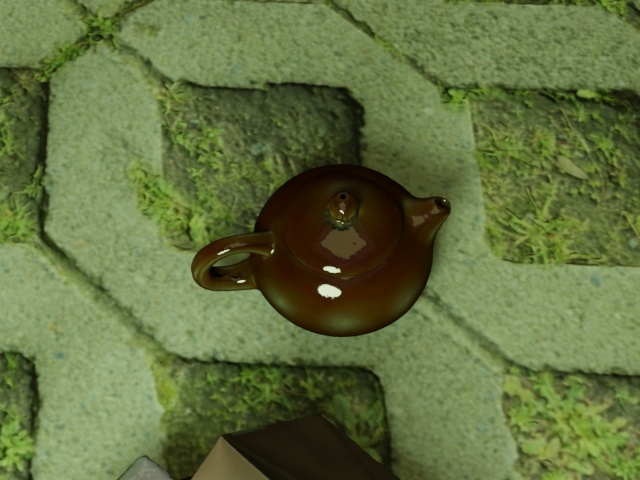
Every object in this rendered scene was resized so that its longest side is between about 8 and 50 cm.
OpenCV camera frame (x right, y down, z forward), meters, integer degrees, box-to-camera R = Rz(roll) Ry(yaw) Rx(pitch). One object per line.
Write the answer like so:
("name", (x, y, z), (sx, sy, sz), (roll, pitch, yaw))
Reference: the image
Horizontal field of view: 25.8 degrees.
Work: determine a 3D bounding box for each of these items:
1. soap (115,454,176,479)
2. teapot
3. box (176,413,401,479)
("soap", (-0.136, 0.373, 1.132), (0.296, 0.107, 0.285), (36, 68, 20))
("teapot", (0.000, 0.000, 1.336), (0.252, 0.135, 0.178), (-10, 56, -7))
("box", (0.013, 0.243, 1.143), (0.215, 0.215, 0.086), (38, 104, 20))
